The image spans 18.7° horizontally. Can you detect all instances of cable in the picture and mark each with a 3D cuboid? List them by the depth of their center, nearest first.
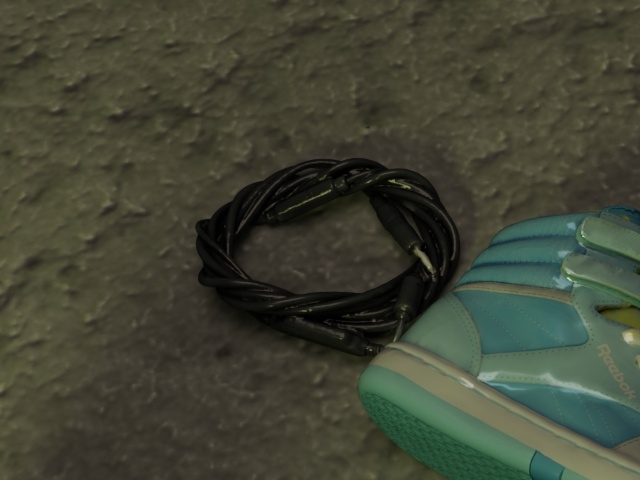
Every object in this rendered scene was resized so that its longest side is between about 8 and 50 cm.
[{"bbox_3d":[0.000,0.000,1.344,0.184,0.047,0.151,16,61,22],"label":"cable"}]

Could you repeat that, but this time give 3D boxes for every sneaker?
[{"bbox_3d":[0.201,0.088,1.196,0.319,0.127,0.208,27,67,26],"label":"sneaker"}]
